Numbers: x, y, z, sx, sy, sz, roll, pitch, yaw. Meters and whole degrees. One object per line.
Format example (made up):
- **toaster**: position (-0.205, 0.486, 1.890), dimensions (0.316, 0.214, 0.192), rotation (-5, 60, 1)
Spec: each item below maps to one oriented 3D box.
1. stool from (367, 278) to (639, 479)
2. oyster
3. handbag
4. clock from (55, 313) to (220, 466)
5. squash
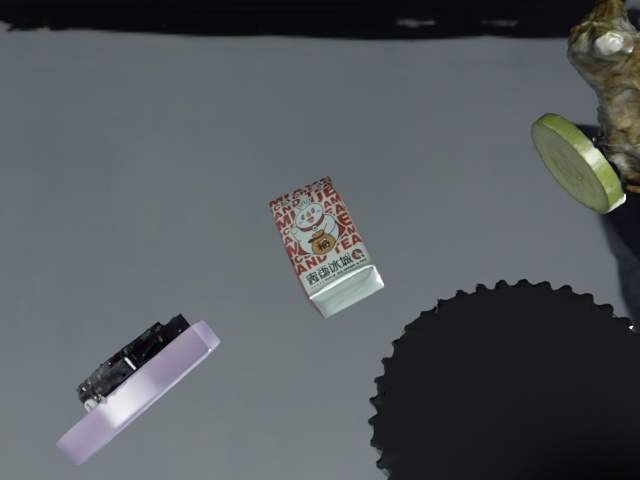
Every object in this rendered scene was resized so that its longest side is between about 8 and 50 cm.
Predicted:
- **stool**: position (0.232, 0.254, 0.892), dimensions (0.330, 0.297, 0.297), rotation (65, 21, -51)
- **oyster**: position (0.352, -0.183, 0.930), dimensions (0.396, 0.111, 0.204), rotation (41, 30, -50)
- **handbag**: position (0.000, 0.000, 1.739), dimensions (0.298, 0.171, 0.151), rotation (62, 2, 25)
- **clock**: position (-0.178, 0.131, 0.793), dimensions (0.172, 0.064, 0.198), rotation (-42, 180, 32)
- **squash**: position (0.549, -0.166, 1.702), dimensions (0.252, 0.049, 0.252), rotation (52, 2, -2)
